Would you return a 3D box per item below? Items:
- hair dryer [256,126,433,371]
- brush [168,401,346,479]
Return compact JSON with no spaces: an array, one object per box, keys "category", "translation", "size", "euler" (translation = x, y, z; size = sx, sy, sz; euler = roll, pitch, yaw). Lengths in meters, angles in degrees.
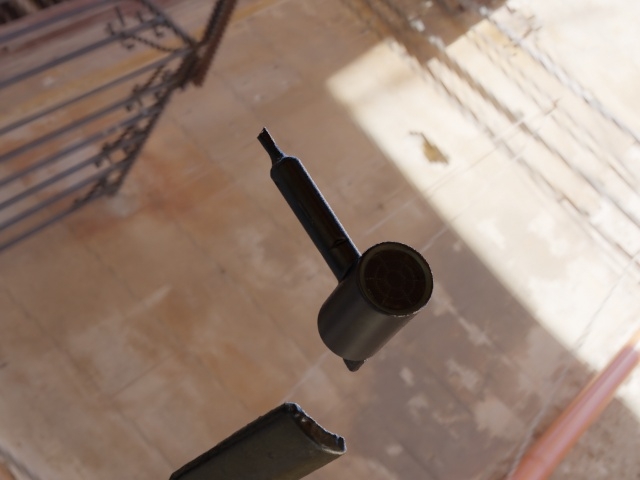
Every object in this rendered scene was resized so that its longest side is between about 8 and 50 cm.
[{"category":"hair dryer","translation":[0.000,0.000,1.440],"size":[0.248,0.078,0.195],"euler":[59,-26,11]},{"category":"brush","translation":[-0.082,0.153,0.754],"size":[0.043,0.036,0.248],"euler":[33,-49,-30]}]
